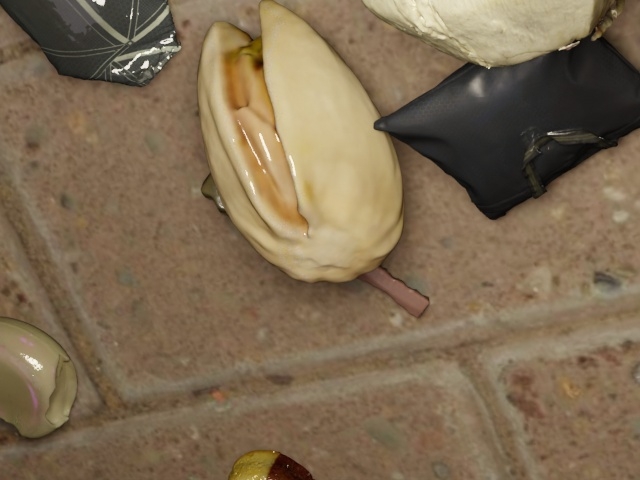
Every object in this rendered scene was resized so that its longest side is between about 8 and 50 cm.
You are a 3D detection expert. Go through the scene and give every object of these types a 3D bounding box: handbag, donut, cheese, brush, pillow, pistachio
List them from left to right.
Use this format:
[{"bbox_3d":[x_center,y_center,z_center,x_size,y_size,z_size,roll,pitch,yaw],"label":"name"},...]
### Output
[{"bbox_3d":[-0.463,0.167,2.066,0.286,0.082,0.163,12,119,17],"label":"cheese"},{"bbox_3d":[-0.299,-0.308,1.748,0.161,0.092,0.335,-33,103,25],"label":"pillow"},{"bbox_3d":[-0.063,0.343,2.029,0.140,0.059,0.140,6,117,13],"label":"donut"},{"bbox_3d":[-0.022,-0.104,1.692,0.193,0.214,0.318,-19,91,18],"label":"pistachio"},{"bbox_3d":[0.000,0.000,1.824,0.301,0.071,0.084,36,119,-7],"label":"brush"},{"bbox_3d":[0.218,-0.128,1.634,0.254,0.088,0.211,-31,132,27],"label":"handbag"}]

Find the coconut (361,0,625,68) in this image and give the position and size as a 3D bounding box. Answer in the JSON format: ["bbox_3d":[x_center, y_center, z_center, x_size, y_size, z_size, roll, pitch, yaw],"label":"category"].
[{"bbox_3d":[0.155,-0.359,1.416,0.346,0.346,0.360,-12,117,25],"label":"coconut"}]
